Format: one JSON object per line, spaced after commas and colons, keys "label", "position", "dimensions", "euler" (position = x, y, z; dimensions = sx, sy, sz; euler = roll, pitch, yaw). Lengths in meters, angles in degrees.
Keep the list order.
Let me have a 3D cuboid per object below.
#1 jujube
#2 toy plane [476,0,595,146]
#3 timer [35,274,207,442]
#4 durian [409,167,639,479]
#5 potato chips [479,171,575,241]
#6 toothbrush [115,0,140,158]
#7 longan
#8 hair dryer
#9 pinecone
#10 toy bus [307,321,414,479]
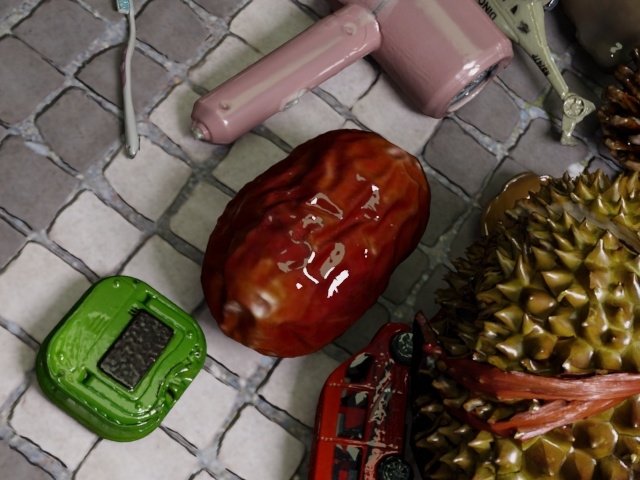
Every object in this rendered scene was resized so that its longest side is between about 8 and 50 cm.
{"label": "jujube", "position": [0.000, 0.000, 1.078], "dimensions": [0.174, 0.174, 0.250], "euler": [47, 53, 8]}
{"label": "toy plane", "position": [0.237, -0.243, 1.329], "dimensions": [0.286, 0.108, 0.092], "euler": [60, 21, 13]}
{"label": "timer", "position": [-0.177, 0.103, 1.035], "dimensions": [0.128, 0.047, 0.140], "euler": [36, 58, 1]}
{"label": "durian", "position": [0.231, 0.129, 0.989], "dimensions": [0.348, 0.384, 0.347], "euler": [9, 18, -3]}
{"label": "potato chips", "position": [0.255, 0.021, 1.227], "dimensions": [0.150, 0.049, 0.201], "euler": [-35, 81, -25]}
{"label": "toothbrush", "position": [-0.197, -0.173, 1.189], "dimensions": [0.022, 0.017, 0.204], "euler": [6, 61, -28]}
{"label": "longan", "position": [0.368, -0.292, 1.368], "dimensions": [0.185, 0.159, 0.204], "euler": [20, 78, 7]}
{"label": "hair dryer", "position": [0.016, -0.182, 1.226], "dimensions": [0.352, 0.125, 0.210], "euler": [-36, 81, -20]}
{"label": "pinecone", "position": [0.398, -0.133, 1.288], "dimensions": [0.195, 0.150, 0.179], "euler": [53, 44, -15]}
{"label": "toy bus", "position": [0.041, 0.167, 1.062], "dimensions": [0.089, 0.081, 0.195], "euler": [10, 62, -3]}
